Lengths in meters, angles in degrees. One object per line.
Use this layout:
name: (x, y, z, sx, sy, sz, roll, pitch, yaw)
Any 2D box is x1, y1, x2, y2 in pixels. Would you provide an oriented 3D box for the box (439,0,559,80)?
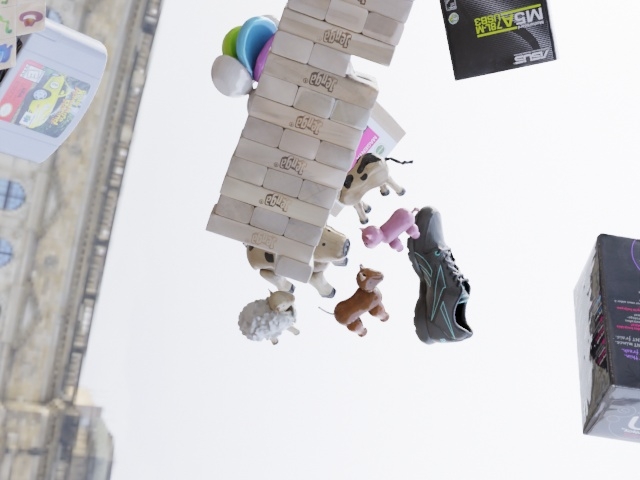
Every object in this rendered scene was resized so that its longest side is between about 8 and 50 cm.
box: (0.318, -0.395, 1.589, 0.190, 0.045, 0.184, -7, -79, 25)

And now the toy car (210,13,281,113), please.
toy car: (-0.070, -0.276, 1.383, 0.159, 0.182, 0.136, -49, -176, -25)

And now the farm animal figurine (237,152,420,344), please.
farm animal figurine: (0.000, 0.000, 1.557, 0.326, 0.172, 0.330, -14, -130, 27)

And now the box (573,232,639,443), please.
box: (0.467, 0.143, 1.274, 0.143, 0.165, 0.270, 95, 4, -49)

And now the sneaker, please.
sneaker: (0.232, 0.065, 1.664, 0.106, 0.101, 0.268, 0, -79, 37)

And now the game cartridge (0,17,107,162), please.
game cartridge: (-0.560, -0.291, 1.766, 0.294, 0.196, 0.060, -53, -124, 17)

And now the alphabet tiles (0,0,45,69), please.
alphabet tiles: (-0.404, -0.266, 0.967, 0.009, 0.237, 0.198, 36, -49, 27)

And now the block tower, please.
block tower: (0.004, -0.140, 0.688, 0.091, 0.097, 0.336, -87, -164, -70)

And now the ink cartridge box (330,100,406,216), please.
ink cartridge box: (0.031, -0.192, 1.774, 0.235, 0.193, 0.088, -51, -137, 4)
